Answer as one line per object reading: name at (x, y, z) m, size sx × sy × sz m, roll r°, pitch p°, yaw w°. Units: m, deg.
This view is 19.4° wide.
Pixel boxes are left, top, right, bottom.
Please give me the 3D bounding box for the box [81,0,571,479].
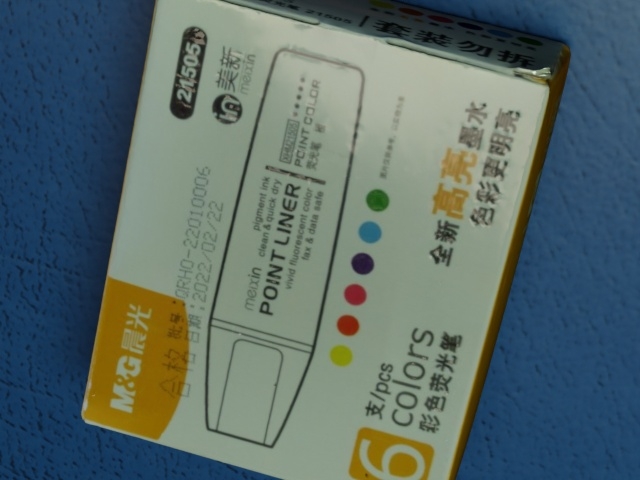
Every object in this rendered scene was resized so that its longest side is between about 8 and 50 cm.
box at (0.000, 0.000, 1.025) m, size 0.220 × 0.091 × 0.274 m, roll 13°, pitch 113°, yaw 8°
